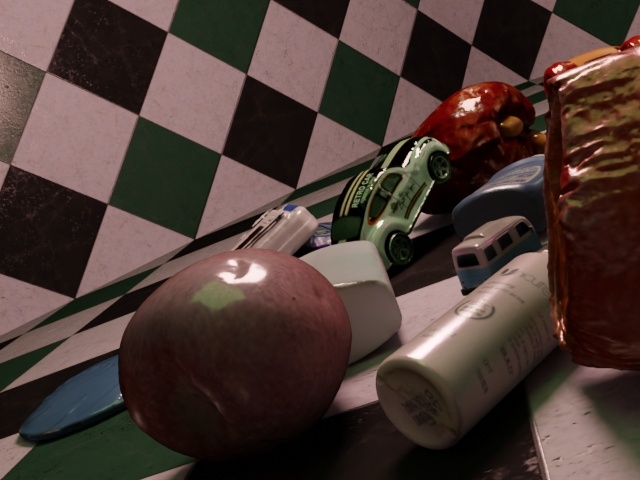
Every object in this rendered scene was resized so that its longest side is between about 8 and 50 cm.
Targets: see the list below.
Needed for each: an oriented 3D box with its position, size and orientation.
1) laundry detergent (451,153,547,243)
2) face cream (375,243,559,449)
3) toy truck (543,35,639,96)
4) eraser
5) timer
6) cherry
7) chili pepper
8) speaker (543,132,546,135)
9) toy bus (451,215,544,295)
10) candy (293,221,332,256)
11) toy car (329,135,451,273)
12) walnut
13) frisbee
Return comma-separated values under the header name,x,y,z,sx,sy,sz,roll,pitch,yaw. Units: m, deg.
name,x,y,z,sx,sy,sz,roll,pitch,yaw
laundry detergent,0.313,-0.069,1.272,0.143,0.094,0.290,-22,5,33
face cream,0.181,0.073,0.754,0.311,0.092,0.092,-30,11,-37
toy truck,0.465,-0.175,1.285,0.189,0.239,0.265,-19,50,-2
eraser,0.003,0.083,1.086,0.189,0.104,0.290,-26,8,5
timer,-0.126,0.027,1.588,0.253,0.078,0.178,-45,13,-7
cherry,-0.080,0.101,0.826,0.239,0.206,0.239,-41,19,17
chili pepper,0.295,-0.039,0.585,0.305,0.251,0.229,-13,7,21
speaker,0.395,-0.170,1.760,0.218,0.044,0.082,-20,10,19
toy bus,0.224,0.014,1.027,0.123,0.075,0.060,-30,11,-37
candy,0.000,0.000,1.695,0.145,0.070,0.275,-15,6,-5
toy car,0.106,-0.068,1.373,0.136,0.125,0.306,-10,46,53
walnut,0.287,-0.162,1.542,0.244,0.222,0.269,11,-26,-41
frisbee,-0.348,0.224,1.301,0.289,0.049,0.289,-23,9,4
